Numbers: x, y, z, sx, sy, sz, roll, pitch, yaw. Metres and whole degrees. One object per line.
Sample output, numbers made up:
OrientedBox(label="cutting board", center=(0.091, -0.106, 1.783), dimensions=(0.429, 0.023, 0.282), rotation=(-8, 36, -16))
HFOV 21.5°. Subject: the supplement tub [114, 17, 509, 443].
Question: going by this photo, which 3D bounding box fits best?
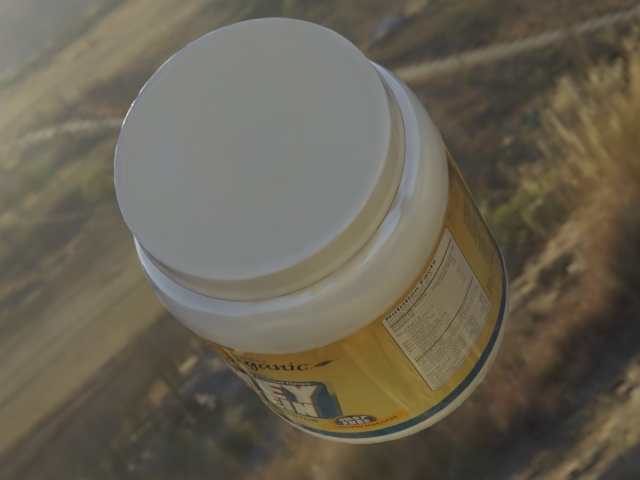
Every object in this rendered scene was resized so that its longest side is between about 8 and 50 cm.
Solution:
OrientedBox(label="supplement tub", center=(0.000, 0.000, 0.778), dimensions=(0.144, 0.200, 0.144), rotation=(-8, 64, 16))
